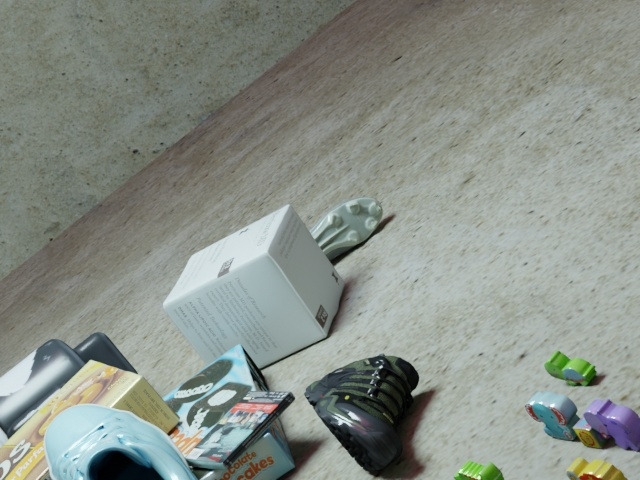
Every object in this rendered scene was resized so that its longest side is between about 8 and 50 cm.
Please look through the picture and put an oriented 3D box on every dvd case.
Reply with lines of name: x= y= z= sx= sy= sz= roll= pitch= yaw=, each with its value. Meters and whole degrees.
dvd case: x=-0.092 y=0.212 z=1.441 sx=0.119 sy=0.013 sz=0.087 roll=-43 pitch=20 yaw=-32

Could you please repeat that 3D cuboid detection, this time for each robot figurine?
robot figurine: x=-0.401 y=0.253 z=1.852 sx=0.278 sy=0.209 sz=0.173 roll=-40 pitch=53 yaw=-18

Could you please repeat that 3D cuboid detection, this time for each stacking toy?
stacking toy: x=0.228 y=0.155 z=1.118 sx=0.167 sy=0.052 sz=0.221 roll=-43 pitch=17 yaw=-26

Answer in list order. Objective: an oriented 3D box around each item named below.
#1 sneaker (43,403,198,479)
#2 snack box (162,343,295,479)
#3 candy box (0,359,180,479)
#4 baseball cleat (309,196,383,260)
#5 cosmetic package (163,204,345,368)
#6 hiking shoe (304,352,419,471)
sneaker: x=-0.206 y=0.243 z=1.352 sx=0.135 sy=0.150 sz=0.366 roll=-40 pitch=39 yaw=-19
snack box: x=-0.143 y=0.248 z=1.567 sx=0.187 sy=0.060 sz=0.322 roll=-35 pitch=17 yaw=0
candy box: x=-0.341 y=0.294 z=1.584 sx=0.316 sy=0.087 sz=0.183 roll=-46 pitch=22 yaw=-21
baseball cleat: x=0.000 y=0.000 z=1.965 sx=0.206 sy=0.072 sz=0.109 roll=-35 pitch=9 yaw=-12
cosmetic package: x=-0.089 y=0.075 z=1.780 sx=0.183 sy=0.151 sz=0.151 roll=-28 pitch=19 yaw=23
hiking shoe: x=0.054 y=0.167 z=1.363 sx=0.114 sy=0.086 sz=0.227 roll=-40 pitch=16 yaw=-4
